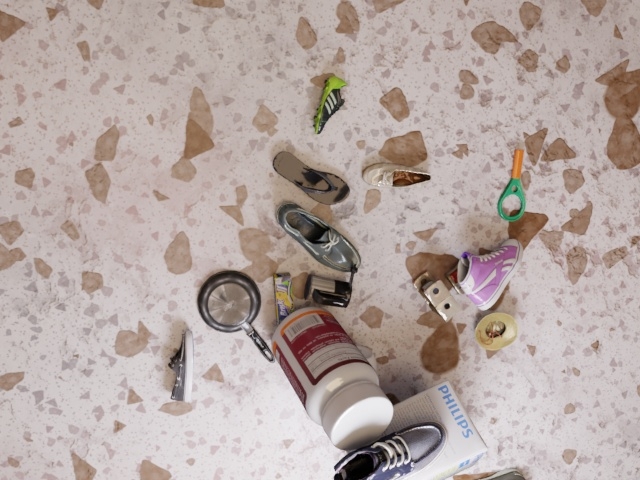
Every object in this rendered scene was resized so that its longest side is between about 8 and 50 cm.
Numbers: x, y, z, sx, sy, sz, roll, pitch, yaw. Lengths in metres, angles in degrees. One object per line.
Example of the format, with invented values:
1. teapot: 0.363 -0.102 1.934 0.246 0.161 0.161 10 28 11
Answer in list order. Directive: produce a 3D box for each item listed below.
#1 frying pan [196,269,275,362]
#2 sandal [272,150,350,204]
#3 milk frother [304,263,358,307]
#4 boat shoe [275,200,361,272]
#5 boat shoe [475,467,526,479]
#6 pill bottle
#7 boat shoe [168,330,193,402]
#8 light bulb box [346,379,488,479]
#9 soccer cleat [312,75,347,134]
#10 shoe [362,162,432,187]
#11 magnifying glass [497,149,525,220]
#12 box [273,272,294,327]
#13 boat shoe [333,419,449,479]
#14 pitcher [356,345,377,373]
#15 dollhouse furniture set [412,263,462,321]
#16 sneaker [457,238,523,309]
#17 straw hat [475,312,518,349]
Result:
1. frying pan: -0.266 0.253 1.819 0.197 0.053 0.327 -13 98 -7
2. sandal: -0.028 -0.179 1.780 0.254 0.054 0.097 25 95 -13
3. milk frother: 0.034 0.129 1.809 0.134 0.129 0.143 12 91 -13
4. boat shoe: 0.000 0.000 1.793 0.319 0.099 0.116 38 89 -14
5. boat shoe: 0.578 0.891 2.050 0.304 0.091 0.109 -21 102 -6
6. pill bottle: 0.029 0.385 1.690 0.223 0.392 0.224 -14 126 -21
7. boat shoe: -0.426 0.384 1.799 0.076 0.080 0.229 3 106 -12
8. light bulb box: 0.273 0.635 1.794 0.360 0.358 0.225 -24 62 -6
9. soccer cleat: 0.030 -0.396 1.753 0.072 0.060 0.179 17 93 -14
10. shoe: 0.238 -0.199 1.823 0.218 0.058 0.077 1 99 -10
11. magnifying glass: 0.628 -0.177 1.916 0.092 0.026 0.231 4 101 -10
12. box: -0.113 0.187 1.825 0.054 0.059 0.169 -5 100 -10
13. boat shoe: 0.187 0.569 1.547 0.340 0.158 0.127 -29 62 -7
14. pitcher: 0.085 0.442 1.879 0.177 0.125 0.207 7 110 -4
15. dollhouse furniture set: 0.412 0.136 1.874 0.183 0.129 0.129 -38 103 -1
16. sneaker: 0.528 0.062 1.856 0.161 0.102 0.282 45 59 -10
17. straw hat: 0.578 0.289 1.965 0.144 0.061 0.145 2 108 5
